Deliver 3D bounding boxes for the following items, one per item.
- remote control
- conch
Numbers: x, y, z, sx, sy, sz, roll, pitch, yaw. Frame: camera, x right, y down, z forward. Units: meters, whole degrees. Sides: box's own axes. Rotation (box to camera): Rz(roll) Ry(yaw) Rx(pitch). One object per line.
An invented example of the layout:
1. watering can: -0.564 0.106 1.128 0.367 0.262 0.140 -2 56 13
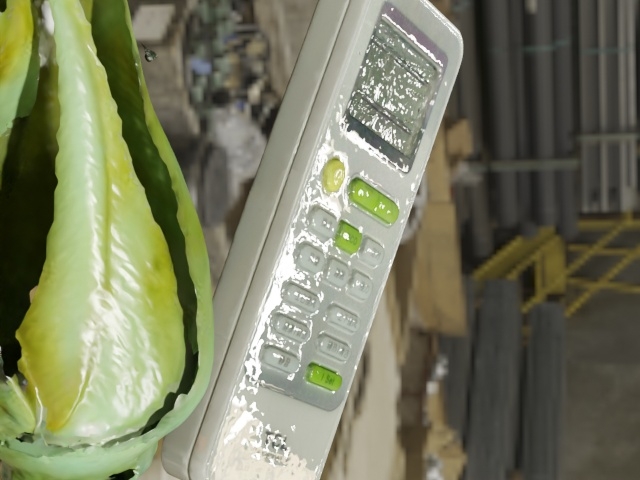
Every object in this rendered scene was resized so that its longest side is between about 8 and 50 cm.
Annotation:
1. remote control: 0.000 0.000 0.712 0.103 0.034 0.250 31 75 -57
2. conch: -0.080 0.011 0.477 0.095 0.079 0.201 -34 118 -46
